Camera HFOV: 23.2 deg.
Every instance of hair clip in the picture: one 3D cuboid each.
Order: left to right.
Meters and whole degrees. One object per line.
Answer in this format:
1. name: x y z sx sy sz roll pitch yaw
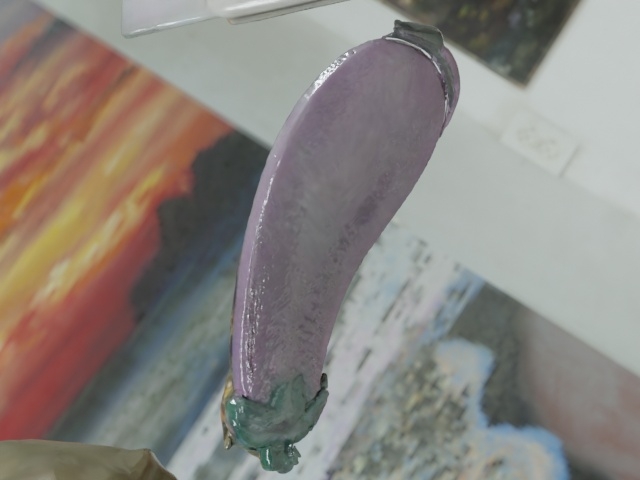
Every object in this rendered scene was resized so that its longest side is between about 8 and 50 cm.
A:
1. hair clip: -0.002 -0.001 1.176 0.095 0.110 0.358 -50 -17 -77

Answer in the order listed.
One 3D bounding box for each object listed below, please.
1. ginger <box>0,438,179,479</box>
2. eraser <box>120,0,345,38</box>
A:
1. ginger: -0.010 0.170 0.446 0.155 0.304 0.244 50 125 55
2. eraser: 0.094 -0.199 0.895 0.213 0.397 0.082 -34 -66 -63
